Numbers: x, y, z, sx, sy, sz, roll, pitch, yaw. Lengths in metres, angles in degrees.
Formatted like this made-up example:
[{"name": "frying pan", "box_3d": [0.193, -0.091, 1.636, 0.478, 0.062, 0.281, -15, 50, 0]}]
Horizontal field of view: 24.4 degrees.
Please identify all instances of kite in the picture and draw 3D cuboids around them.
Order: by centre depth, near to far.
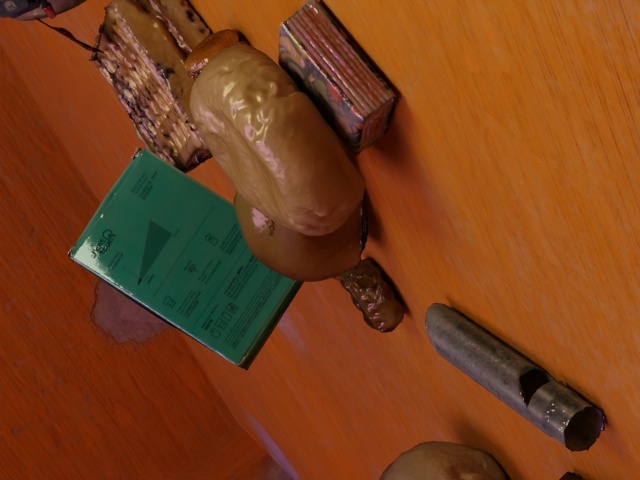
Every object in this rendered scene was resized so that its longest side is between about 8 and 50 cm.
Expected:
[{"name": "kite", "box_3d": [-0.331, -0.276, 2.071, 0.159, 0.010, 0.190, 30, -176, -6]}]

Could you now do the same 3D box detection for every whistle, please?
[{"name": "whistle", "box_3d": [0.221, 0.159, 1.774, 0.312, 0.062, 0.062, 35, 158, 54]}]

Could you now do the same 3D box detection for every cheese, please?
[{"name": "cheese", "box_3d": [-0.049, -0.110, 1.675, 0.214, 0.117, 0.226, 41, 166, 42]}]

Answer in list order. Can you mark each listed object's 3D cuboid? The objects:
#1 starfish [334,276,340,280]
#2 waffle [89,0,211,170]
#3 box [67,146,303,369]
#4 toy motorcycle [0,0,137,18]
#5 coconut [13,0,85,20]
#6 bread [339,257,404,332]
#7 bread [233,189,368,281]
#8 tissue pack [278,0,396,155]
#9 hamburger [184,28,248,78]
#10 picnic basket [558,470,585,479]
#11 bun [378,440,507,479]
[{"name": "starfish", "box_3d": [-0.009, 0.005, 2.189, 0.150, 0.053, 0.209, 62, 167, -15]}, {"name": "waffle", "box_3d": [-0.228, -0.234, 2.193, 0.261, 0.114, 0.376, 54, 167, -5]}, {"name": "box", "box_3d": [-0.188, 0.030, 2.204, 0.311, 0.205, 0.118, 32, 171, 6]}, {"name": "toy motorcycle", "box_3d": [-0.325, -0.372, 1.934, 0.123, 0.272, 0.182, -95, -22, -46]}, {"name": "coconut", "box_3d": [-0.408, -0.422, 2.116, 0.241, 0.241, 0.241, 49, 166, 17]}, {"name": "bread", "box_3d": [0.076, 0.081, 2.078, 0.066, 0.060, 0.110, -16, 114, 43]}, {"name": "bread", "box_3d": [-0.042, -0.052, 1.908, 0.158, 0.156, 0.261, 42, 146, 40]}, {"name": "tissue pack", "box_3d": [0.015, -0.177, 1.618, 0.148, 0.060, 0.108, 52, 169, 12]}, {"name": "hamburger", "box_3d": [-0.137, -0.240, 1.915, 0.076, 0.083, 0.044, -16, 121, 40]}, {"name": "picnic basket", "box_3d": [0.291, 0.472, 1.789, 0.254, 0.321, 0.291, 54, 169, -17]}, {"name": "bun", "box_3d": [0.208, 0.396, 2.225, 0.259, 0.160, 0.259, 32, 156, 16]}]
